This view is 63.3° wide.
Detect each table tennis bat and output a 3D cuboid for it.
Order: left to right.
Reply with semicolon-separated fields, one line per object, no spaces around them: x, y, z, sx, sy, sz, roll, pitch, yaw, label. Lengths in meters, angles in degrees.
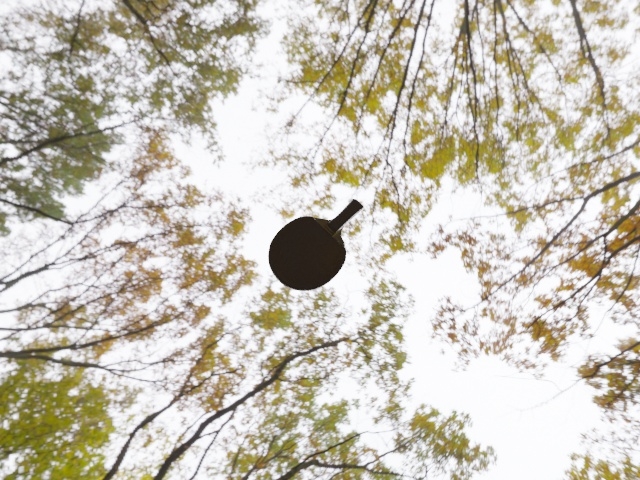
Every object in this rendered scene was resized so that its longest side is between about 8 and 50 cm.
0.000;0.000;0.683;0.095;0.014;0.158;42;-113;9;table tennis bat
